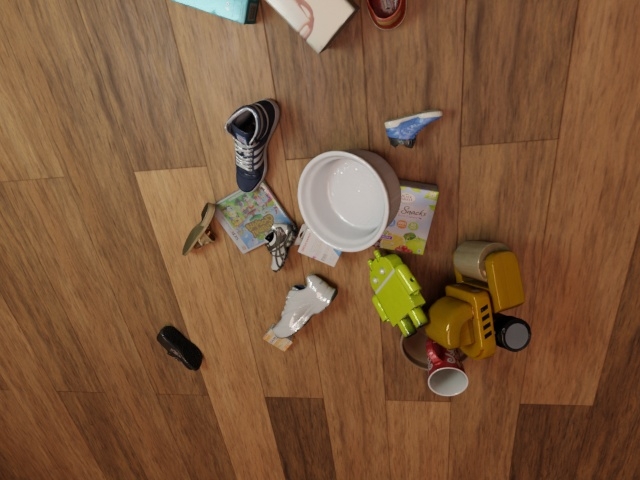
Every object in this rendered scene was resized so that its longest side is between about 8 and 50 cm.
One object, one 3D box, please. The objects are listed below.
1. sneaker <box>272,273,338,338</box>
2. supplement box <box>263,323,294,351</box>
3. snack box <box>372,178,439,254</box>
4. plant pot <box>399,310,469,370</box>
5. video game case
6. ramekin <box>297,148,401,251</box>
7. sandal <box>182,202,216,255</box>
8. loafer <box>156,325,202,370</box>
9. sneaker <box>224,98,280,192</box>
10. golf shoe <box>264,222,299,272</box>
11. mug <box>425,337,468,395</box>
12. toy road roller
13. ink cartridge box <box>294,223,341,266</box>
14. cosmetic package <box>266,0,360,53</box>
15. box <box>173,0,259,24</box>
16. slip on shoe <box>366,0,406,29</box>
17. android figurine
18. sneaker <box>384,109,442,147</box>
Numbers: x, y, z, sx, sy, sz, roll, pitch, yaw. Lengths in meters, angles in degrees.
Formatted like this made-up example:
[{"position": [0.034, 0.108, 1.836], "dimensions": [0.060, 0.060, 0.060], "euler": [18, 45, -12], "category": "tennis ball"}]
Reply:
[{"position": [-0.072, 0.226, 1.418], "dimensions": [0.129, 0.111, 0.297], "euler": [46, 112, 2], "category": "sneaker"}, {"position": [-0.155, 0.362, 1.525], "dimensions": [0.098, 0.036, 0.062], "euler": [33, 117, -9], "category": "supplement box"}, {"position": [0.239, -0.073, 1.214], "dimensions": [0.174, 0.070, 0.207], "euler": [9, 117, 5], "category": "snack box"}, {"position": [0.386, 0.316, 1.375], "dimensions": [0.237, 0.110, 0.237], "euler": [4, 118, 8], "category": "plant pot"}, {"position": [-0.219, -0.075, 1.310], "dimensions": [0.212, 0.023, 0.193], "euler": [-26, 111, 20], "category": "video game case"}, {"position": [0.086, -0.119, 1.130], "dimensions": [0.277, 0.135, 0.277], "euler": [14, 117, 29], "category": "ramekin"}, {"position": [-0.372, -0.020, 1.331], "dimensions": [0.079, 0.088, 0.240], "euler": [18, 130, -28], "category": "sandal"}, {"position": [-0.554, 0.425, 1.605], "dimensions": [0.078, 0.080, 0.220], "euler": [-29, 105, 32], "category": "loafer"}, {"position": [-0.205, -0.249, 1.132], "dimensions": [0.099, 0.153, 0.282], "euler": [25, 117, 8], "category": "sneaker"}, {"position": [-0.139, 0.018, 1.307], "dimensions": [0.094, 0.077, 0.198], "euler": [18, 126, -9], "category": "golf shoe"}, {"position": [0.375, 0.351, 1.237], "dimensions": [0.113, 0.169, 0.150], "euler": [-3, 117, 11], "category": "mug"}, {"position": [0.422, 0.175, 1.164], "dimensions": [0.240, 0.202, 0.329], "euler": [-11, 95, -12], "category": "toy road roller"}, {"position": [0.000, 0.000, 1.278], "dimensions": [0.143, 0.090, 0.092], "euler": [24, 118, -3], "category": "ink cartridge box"}, {"position": [-0.060, -0.591, 0.941], "dimensions": [0.296, 0.153, 0.129], "euler": [41, 118, -12], "category": "cosmetic package"}, {"position": [-0.283, -0.597, 0.999], "dimensions": [0.244, 0.100, 0.060], "euler": [18, 120, 0], "category": "box"}, {"position": [0.121, -0.648, 0.910], "dimensions": [0.123, 0.101, 0.331], "euler": [-12, 114, 17], "category": "slip on shoe"}, {"position": [0.226, 0.156, 1.255], "dimensions": [0.056, 0.273, 0.248], "euler": [-17, 156, -24], "category": "android figurine"}, {"position": [0.255, -0.295, 1.098], "dimensions": [0.152, 0.058, 0.084], "euler": [-10, 110, 18], "category": "sneaker"}]
